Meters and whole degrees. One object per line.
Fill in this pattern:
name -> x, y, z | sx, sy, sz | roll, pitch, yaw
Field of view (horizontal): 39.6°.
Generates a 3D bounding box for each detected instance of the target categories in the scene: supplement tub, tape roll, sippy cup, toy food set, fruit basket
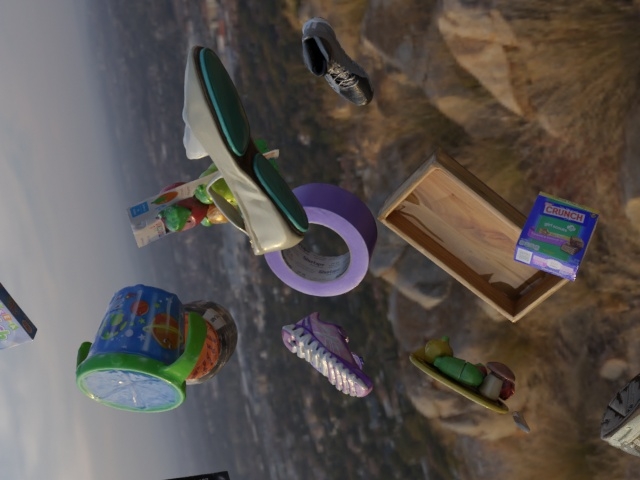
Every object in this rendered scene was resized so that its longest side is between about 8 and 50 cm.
supplement tub -> -0.332, 0.265, 2.347 | 0.338, 0.207, 0.207 | 125, 135, -88
tape roll -> 0.000, 0.000, 1.550 | 0.080, 0.189, 0.189 | -66, -20, -52
sippy cup -> -0.394, 0.227, 1.940 | 0.240, 0.305, 0.224 | 93, -179, -56
toy food set -> 0.253, 0.214, 1.432 | 0.071, 0.217, 0.128 | -62, -12, 4
fruit basket -> -0.259, -0.083, 2.029 | 0.165, 0.353, 0.327 | 59, 166, 9

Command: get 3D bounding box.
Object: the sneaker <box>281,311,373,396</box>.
sneaker -> 0.030, 0.234, 1.902 | 0.236, 0.104, 0.095 | 37, 150, 25

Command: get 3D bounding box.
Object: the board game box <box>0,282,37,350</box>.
board game box -> -0.668, 0.151, 1.670 | 0.039, 0.211, 0.160 | -91, -22, -54

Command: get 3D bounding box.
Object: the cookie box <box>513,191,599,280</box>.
cookie box -> 0.335, -0.007, 1.263 | 0.107, 0.091, 0.040 | -59, -20, -32

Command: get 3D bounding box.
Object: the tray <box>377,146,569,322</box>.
tray -> 0.352, -0.007, 1.994 | 0.203, 0.411, 0.076 | -46, 14, 34

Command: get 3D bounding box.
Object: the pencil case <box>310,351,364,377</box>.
pencil case -> 0.023, 0.284, 2.176 | 0.088, 0.086, 0.206 | 60, 162, -21

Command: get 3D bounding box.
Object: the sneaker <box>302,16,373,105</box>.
sneaker -> 0.027, -0.362, 1.920 | 0.229, 0.086, 0.132 | 50, -150, -20

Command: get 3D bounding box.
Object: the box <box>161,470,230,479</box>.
box -> -0.122, 0.218, 0.734 | 0.083, 0.067, 0.018 | -41, 58, 35

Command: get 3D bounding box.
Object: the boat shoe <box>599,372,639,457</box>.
boat shoe -> 0.543, 0.211, 1.286 | 0.122, 0.110, 0.341 | -57, -2, -43

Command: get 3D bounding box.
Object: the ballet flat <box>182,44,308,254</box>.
ballet flat -> -0.100, -0.087, 0.963 | 0.248, 0.086, 0.086 | 61, 174, -23
